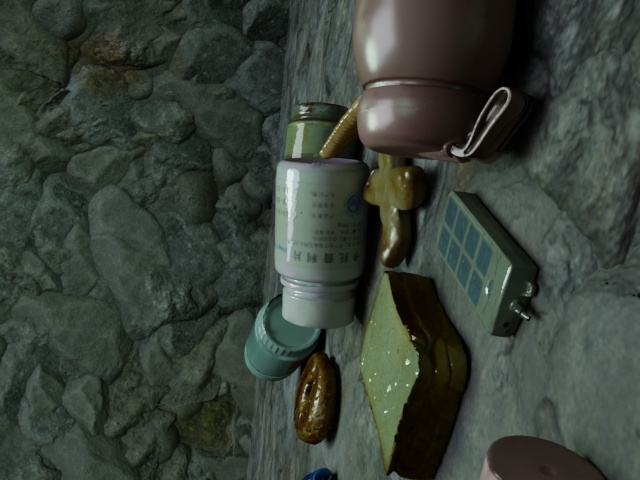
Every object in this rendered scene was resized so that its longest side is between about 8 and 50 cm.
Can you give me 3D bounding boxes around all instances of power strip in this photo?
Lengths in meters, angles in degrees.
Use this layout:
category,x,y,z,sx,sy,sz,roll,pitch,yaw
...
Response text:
category,x,y,z,sx,sy,sz,roll,pitch,yaw
power strip,0.164,0.019,0.652,0.227,0.029,0.080,-105,24,-63

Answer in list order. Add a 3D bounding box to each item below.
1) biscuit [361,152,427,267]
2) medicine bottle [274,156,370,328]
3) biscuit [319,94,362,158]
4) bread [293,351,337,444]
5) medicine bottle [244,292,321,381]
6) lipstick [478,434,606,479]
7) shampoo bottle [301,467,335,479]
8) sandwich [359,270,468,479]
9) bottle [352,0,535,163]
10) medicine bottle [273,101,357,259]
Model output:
category,x,y,z,sx,sy,sz,roll,pitch,yaw
biscuit,0.110,-0.080,0.957,0.208,0.047,0.164,-101,17,-55
medicine bottle,0.000,0.000,1.141,0.170,0.170,0.293,-126,38,-75
biscuit,0.083,-0.208,0.999,0.160,0.030,0.249,-41,1,-16
bread,-0.006,0.327,1.304,0.193,0.063,0.193,-167,90,-78
medicine bottle,-0.096,0.242,1.562,0.318,0.158,0.158,119,156,-65
lipstick,0.132,0.315,0.488,0.087,0.087,0.327,-115,34,-71
shampoo bottle,-0.006,0.489,1.220,0.183,0.050,0.087,117,160,-62
sandwich,0.106,0.156,0.789,0.215,0.065,0.186,-105,24,-64
bottle,0.128,-0.230,0.655,0.206,0.173,0.297,9,92,46
medicine bottle,-0.007,-0.112,1.317,0.151,0.151,0.323,167,110,-79
